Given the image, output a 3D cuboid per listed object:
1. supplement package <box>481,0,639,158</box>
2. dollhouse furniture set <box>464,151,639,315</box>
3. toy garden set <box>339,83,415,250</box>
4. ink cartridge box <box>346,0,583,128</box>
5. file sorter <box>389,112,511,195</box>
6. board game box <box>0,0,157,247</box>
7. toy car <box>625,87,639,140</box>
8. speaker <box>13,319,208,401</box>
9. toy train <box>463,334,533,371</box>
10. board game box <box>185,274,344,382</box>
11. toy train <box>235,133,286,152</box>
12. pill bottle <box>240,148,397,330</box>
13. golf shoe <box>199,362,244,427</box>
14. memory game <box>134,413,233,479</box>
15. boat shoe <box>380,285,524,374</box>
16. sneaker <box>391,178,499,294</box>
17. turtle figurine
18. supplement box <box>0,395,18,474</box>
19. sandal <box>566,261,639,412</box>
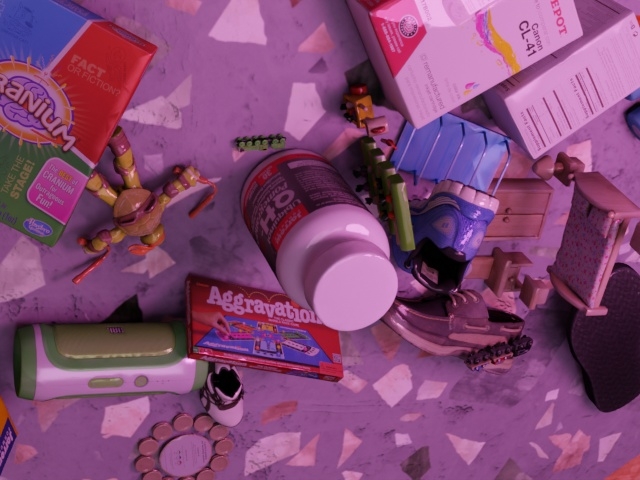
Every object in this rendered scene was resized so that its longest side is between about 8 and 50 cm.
[{"bbox_3d":[0.392,-0.272,1.734,0.244,0.139,0.134,-34,125,2],"label":"supplement package"},{"bbox_3d":[0.365,0.036,1.774,0.173,0.355,0.303,-1,120,-21],"label":"dollhouse furniture set"},{"bbox_3d":[0.080,-0.118,1.639,0.049,0.244,0.204,-13,113,-5],"label":"toy garden set"},{"bbox_3d":[0.217,-0.347,1.624,0.306,0.131,0.226,-29,126,-2],"label":"ink cartridge box"},{"bbox_3d":[0.210,-0.133,1.727,0.170,0.104,0.118,22,111,-3],"label":"file sorter"},{"bbox_3d":[-0.403,-0.182,1.464,0.242,0.064,0.317,27,107,-10],"label":"board game box"},{"bbox_3d":[0.654,-0.251,1.791,0.219,0.238,0.210,-34,126,0],"label":"toy car"},{"bbox_3d":[-0.337,0.192,1.723,0.296,0.131,0.131,0,119,-23],"label":"speaker"},{"bbox_3d":[0.321,0.206,1.928,0.158,0.027,0.036,-13,128,-31],"label":"toy train"},{"bbox_3d":[-0.093,0.149,1.791,0.281,0.145,0.027,13,142,-28],"label":"board game box"},{"bbox_3d":[-0.094,-0.152,1.684,0.083,0.017,0.024,-7,132,-18],"label":"toy train"},{"bbox_3d":[0.000,0.000,1.626,0.176,0.318,0.176,-10,121,-16],"label":"pill bottle"},{"bbox_3d":[-0.170,0.266,1.857,0.077,0.094,0.198,-20,126,-11],"label":"golf shoe"},{"bbox_3d":[-0.248,0.389,1.948,0.186,0.012,0.186,-10,122,-17],"label":"memory game"},{"bbox_3d":[0.235,0.137,1.937,0.355,0.132,0.130,21,99,-40],"label":"boat shoe"},{"bbox_3d":[0.175,0.012,1.726,0.129,0.330,0.147,23,74,-4],"label":"sneaker"},{"bbox_3d":[-0.301,-0.052,1.616,0.269,0.087,0.217,-33,126,-1],"label":"turtle figurine"},{"bbox_3d":[-0.614,0.232,1.561,0.195,0.194,0.357,-5,125,9],"label":"supplement box"},{"bbox_3d":[0.552,0.187,2.109,0.167,0.107,0.446,-27,138,-6],"label":"sandal"}]
